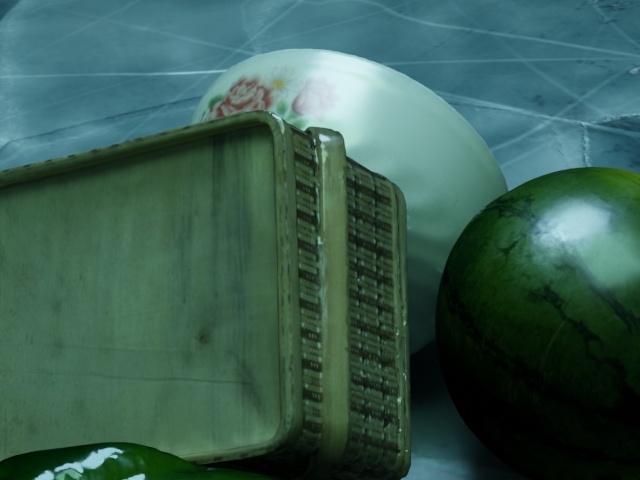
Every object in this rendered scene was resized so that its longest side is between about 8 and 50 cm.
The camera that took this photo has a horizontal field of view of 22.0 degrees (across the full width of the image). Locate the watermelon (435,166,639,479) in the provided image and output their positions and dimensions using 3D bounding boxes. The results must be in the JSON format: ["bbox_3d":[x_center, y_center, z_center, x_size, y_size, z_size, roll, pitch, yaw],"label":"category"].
[{"bbox_3d":[0.200,0.066,1.161,0.242,0.242,0.242,-2,30,1],"label":"watermelon"}]

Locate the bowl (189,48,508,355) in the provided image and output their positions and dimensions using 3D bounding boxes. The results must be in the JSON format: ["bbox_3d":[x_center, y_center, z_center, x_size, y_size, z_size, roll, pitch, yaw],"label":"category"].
[{"bbox_3d":[0.000,0.000,1.279,0.277,0.277,0.145,9,44,20],"label":"bowl"}]

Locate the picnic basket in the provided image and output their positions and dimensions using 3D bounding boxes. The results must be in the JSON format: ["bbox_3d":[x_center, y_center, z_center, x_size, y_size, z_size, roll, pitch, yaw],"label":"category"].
[{"bbox_3d":[-0.095,0.064,1.101,0.312,0.228,0.175,-11,-19,29],"label":"picnic basket"}]

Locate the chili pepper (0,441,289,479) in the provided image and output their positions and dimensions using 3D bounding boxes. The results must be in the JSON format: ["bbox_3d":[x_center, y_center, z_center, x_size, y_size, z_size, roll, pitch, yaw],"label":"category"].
[{"bbox_3d":[-0.129,0.199,0.916,0.385,0.168,0.213,3,-13,-37],"label":"chili pepper"}]
